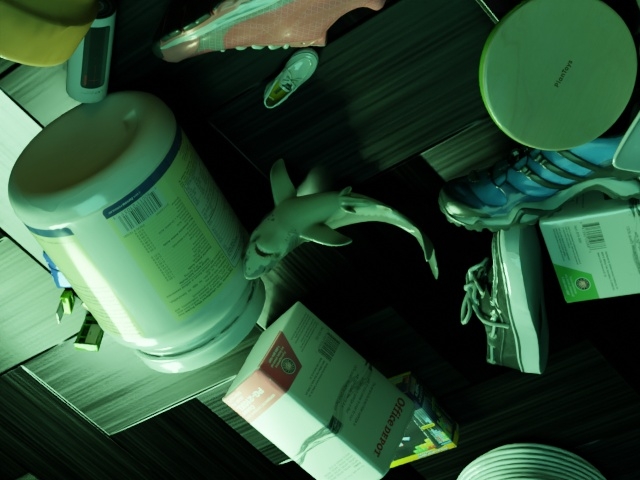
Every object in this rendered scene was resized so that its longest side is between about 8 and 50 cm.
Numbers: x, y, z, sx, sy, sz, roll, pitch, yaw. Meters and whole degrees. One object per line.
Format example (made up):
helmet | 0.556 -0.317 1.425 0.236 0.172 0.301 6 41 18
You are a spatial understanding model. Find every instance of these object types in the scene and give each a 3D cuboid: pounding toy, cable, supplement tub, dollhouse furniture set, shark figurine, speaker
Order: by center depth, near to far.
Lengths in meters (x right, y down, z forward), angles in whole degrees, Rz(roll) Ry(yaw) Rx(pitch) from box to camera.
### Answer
pounding toy | 0.284 -0.221 1.621 0.237 0.110 0.183 -35 110 2
speaker | -0.287 -0.239 1.740 0.055 0.055 0.136 14 133 -1
supplement tub | -0.230 -0.007 1.818 0.235 0.235 0.325 -13 128 23
shark figurine | 0.020 -0.016 1.865 0.278 0.166 0.116 -2 152 -14
dollhouse furniture set | -0.353 0.091 2.057 0.076 0.059 0.152 5 133 7
cable | 0.334 0.430 2.203 0.257 0.089 0.257 -26 123 31

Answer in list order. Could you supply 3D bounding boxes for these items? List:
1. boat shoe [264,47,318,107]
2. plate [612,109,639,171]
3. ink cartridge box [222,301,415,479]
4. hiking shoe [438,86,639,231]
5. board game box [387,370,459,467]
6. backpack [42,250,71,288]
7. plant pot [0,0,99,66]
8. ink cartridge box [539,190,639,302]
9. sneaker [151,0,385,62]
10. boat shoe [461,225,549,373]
boat shoe | -0.038 -0.200 1.734 0.035 0.035 0.100 36 130 -20
plate | 0.501 -0.181 1.584 0.278 0.045 0.277 6 132 -16
ink cartridge box | 0.002 0.231 1.999 0.237 0.172 0.100 41 127 -7
hiking shoe | 0.285 -0.107 1.716 0.304 0.113 0.132 -15 121 12
board game box | 0.105 0.283 2.145 0.170 0.048 0.141 -24 124 30
backpack | -0.341 0.001 1.944 0.097 0.101 0.120 -5 128 8
plant pot | -0.329 -0.360 1.503 0.291 0.291 0.203 36 113 -20
ink cartridge box | 0.400 -0.012 1.779 0.208 0.087 0.153 -8 130 20
sneaker | -0.059 -0.262 1.627 0.313 0.116 0.136 -22 126 28
boat shoe | 0.246 0.075 1.881 0.104 0.113 0.306 4 149 17
